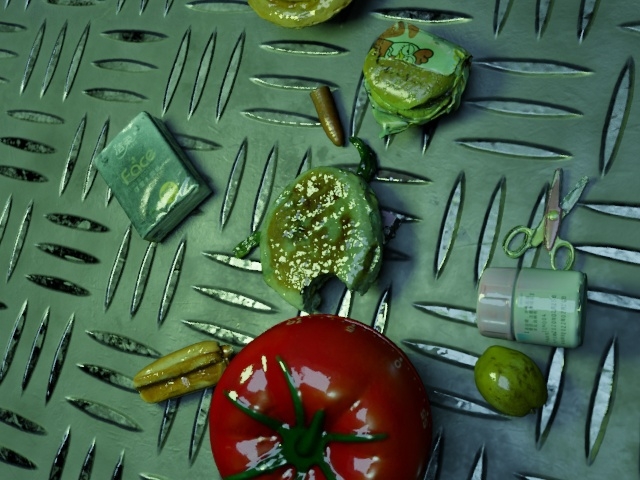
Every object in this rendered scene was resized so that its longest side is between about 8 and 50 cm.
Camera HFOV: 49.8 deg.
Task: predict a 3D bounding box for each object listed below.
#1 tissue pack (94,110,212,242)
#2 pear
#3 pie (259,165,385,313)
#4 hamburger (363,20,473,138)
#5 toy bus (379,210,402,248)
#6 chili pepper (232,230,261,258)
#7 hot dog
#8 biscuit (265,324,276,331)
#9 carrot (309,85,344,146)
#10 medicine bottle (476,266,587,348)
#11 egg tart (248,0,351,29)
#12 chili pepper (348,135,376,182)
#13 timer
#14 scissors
[{"bbox_3d":[-0.390,-0.146,1.594,0.185,0.081,0.257,-42,66,9],"label":"tissue pack"},{"bbox_3d":[0.322,0.241,1.176,0.107,0.107,0.131,-43,57,9],"label":"pear"},{"bbox_3d":[-0.002,-0.007,1.376,0.303,0.067,0.302,-12,68,31],"label":"pie"},{"bbox_3d":[0.173,-0.308,1.355,0.235,0.125,0.214,-44,54,-7],"label":"hamburger"},{"bbox_3d":[0.106,0.002,1.366,0.052,0.037,0.130,36,95,31],"label":"toy bus"},{"bbox_3d":[-0.153,0.008,1.485,0.091,0.034,0.030,-33,100,13],"label":"chili pepper"},{"bbox_3d":[-0.280,0.273,1.453,0.249,0.076,0.102,-23,107,19],"label":"hot dog"},{"bbox_3d":[-0.046,0.208,1.366,0.183,0.061,0.118,-8,116,22],"label":"biscuit"},{"bbox_3d":[0.018,-0.260,1.458,0.048,0.048,0.139,-25,71,17],"label":"carrot"},{"bbox_3d":[0.360,0.111,1.173,0.169,0.135,0.135,4,80,24],"label":"medicine bottle"},{"bbox_3d":[-0.020,-0.593,1.510,0.319,0.128,0.318,-5,76,20],"label":"egg tart"},{"bbox_3d":[0.088,-0.162,1.412,0.056,0.035,0.117,-4,80,6],"label":"chili pepper"},{"bbox_3d":[0.003,0.316,1.189,0.378,0.279,0.377,1,94,17],"label":"timer"},{"bbox_3d":[0.418,-0.040,1.245,0.134,0.020,0.187,24,90,31],"label":"scissors"}]
